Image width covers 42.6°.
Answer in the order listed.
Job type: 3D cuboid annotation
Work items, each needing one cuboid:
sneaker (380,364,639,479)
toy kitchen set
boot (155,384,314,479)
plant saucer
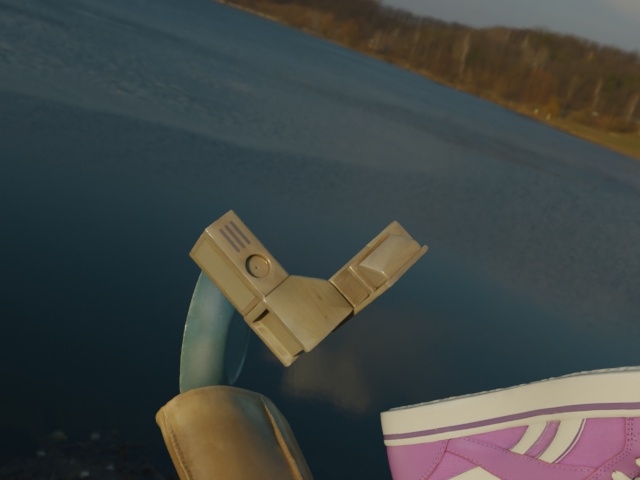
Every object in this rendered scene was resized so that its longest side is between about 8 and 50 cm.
[{"bbox_3d":[0.170,0.170,0.545,0.102,0.161,0.282,5,-21,-42],"label":"sneaker"},{"bbox_3d":[0.000,0.000,0.387,0.075,0.068,0.083,48,58,2],"label":"toy kitchen set"},{"bbox_3d":[0.006,0.248,0.638,0.236,0.089,0.269,34,20,-52],"label":"boot"},{"bbox_3d":[-0.107,0.105,0.912,0.037,0.195,0.195,8,12,9],"label":"plant saucer"}]
